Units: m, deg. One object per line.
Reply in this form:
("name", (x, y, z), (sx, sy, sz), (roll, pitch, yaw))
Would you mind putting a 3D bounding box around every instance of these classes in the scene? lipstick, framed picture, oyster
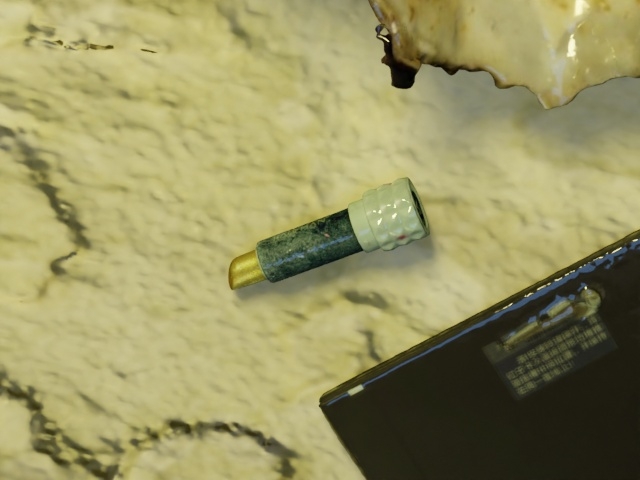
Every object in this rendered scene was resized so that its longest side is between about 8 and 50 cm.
("lipstick", (0.000, 0.000, 1.060), (0.116, 0.037, 0.037), (-19, 115, 10))
("framed picture", (0.188, 0.163, 1.162), (0.255, 0.014, 0.339), (-28, 115, 9))
("oyster", (0.038, -0.183, 0.918), (0.337, 0.133, 0.198), (22, 116, -15))
